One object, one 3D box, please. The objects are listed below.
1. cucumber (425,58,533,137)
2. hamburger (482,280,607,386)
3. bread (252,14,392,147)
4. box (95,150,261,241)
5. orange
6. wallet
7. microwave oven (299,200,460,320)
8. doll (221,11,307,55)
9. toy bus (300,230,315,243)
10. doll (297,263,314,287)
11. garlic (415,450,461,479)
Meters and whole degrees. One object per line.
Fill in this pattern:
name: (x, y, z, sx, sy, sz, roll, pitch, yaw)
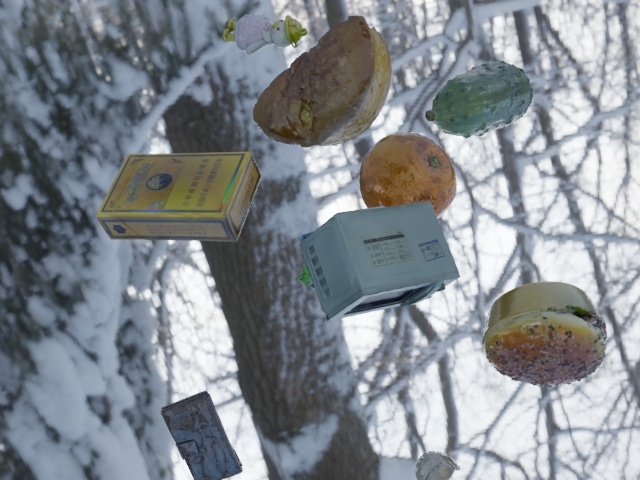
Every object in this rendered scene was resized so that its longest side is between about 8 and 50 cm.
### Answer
cucumber: (0.267, -0.245, 1.705, 0.134, 0.134, 0.244, 6, -159, 42)
hamburger: (0.526, 0.228, 2.217, 0.300, 0.300, 0.176, -11, -130, 14)
bread: (0.025, -0.301, 2.029, 0.340, 0.179, 0.194, -38, 161, 24)
box: (-0.296, -0.095, 2.005, 0.301, 0.084, 0.193, 1, -132, 20)
orange: (0.225, -0.155, 2.499, 0.261, 0.261, 0.261, -14, -156, 6)
wallet: (-0.277, 0.470, 2.236, 0.124, 0.230, 0.042, -20, -158, 1)
microwave oven: (0.094, 0.031, 1.538, 0.208, 0.162, 0.122, -8, 160, -36)
doll: (-0.122, -0.462, 2.117, 0.207, 0.081, 0.129, 6, -123, 25)
toy bus: (0.000, 0.000, 2.072, 0.083, 0.046, 0.038, -15, -131, 27)
doll: (0.024, 0.048, 2.340, 0.190, 0.115, 0.050, -33, -119, -9)
garlic: (0.230, 0.463, 1.918, 0.094, 0.074, 0.113, -32, 180, 1)
